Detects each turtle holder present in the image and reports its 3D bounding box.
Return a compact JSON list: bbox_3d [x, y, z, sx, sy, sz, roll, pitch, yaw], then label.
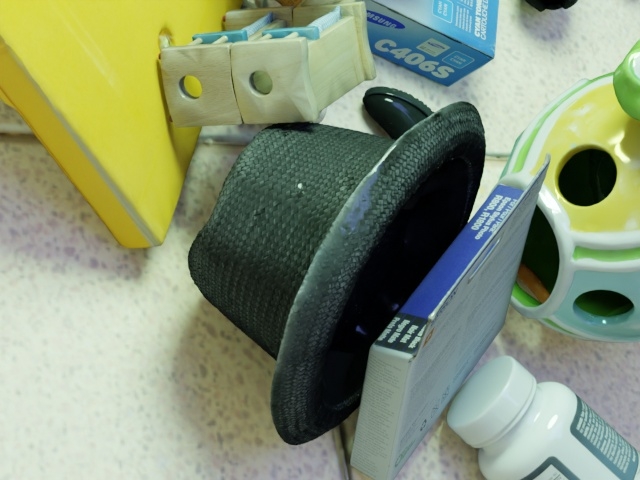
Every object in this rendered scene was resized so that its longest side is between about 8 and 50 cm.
[{"bbox_3d":[0.279,-0.036,1.744,0.227,0.320,0.243,-19,86,-27],"label":"turtle holder"}]

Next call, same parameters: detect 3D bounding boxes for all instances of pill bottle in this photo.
[{"bbox_3d":[0.200,0.185,1.724,0.180,0.108,0.108,43,52,-16],"label":"pill bottle"}]

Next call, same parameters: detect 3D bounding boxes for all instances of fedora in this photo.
[{"bbox_3d":[0.000,0.000,1.577,0.152,0.334,0.334,29,50,14],"label":"fedora"}]

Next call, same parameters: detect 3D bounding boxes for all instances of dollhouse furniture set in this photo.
[{"bbox_3d":[-0.051,-0.197,1.575,0.129,0.129,0.183,-40,125,-58],"label":"dollhouse furniture set"}]

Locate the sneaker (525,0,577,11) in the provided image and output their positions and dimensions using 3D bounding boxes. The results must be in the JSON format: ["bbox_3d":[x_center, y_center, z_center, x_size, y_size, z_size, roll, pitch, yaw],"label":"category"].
[{"bbox_3d":[0.220,-0.300,1.892,0.217,0.079,0.121,65,29,-55],"label":"sneaker"}]

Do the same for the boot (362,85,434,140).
[{"bbox_3d":[0.079,-0.070,1.780,0.121,0.045,0.099,32,59,-24],"label":"boot"}]

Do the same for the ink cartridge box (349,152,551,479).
[{"bbox_3d":[0.105,0.058,1.641,0.045,0.224,0.223,28,49,15],"label":"ink cartridge box"}]

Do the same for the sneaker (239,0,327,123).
[{"bbox_3d":[-0.042,-0.149,1.722,0.134,0.051,0.070,52,8,20],"label":"sneaker"}]

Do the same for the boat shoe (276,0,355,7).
[{"bbox_3d":[0.066,-0.287,1.723,0.302,0.113,0.103,-38,90,-23],"label":"boat shoe"}]

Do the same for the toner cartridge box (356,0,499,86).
[{"bbox_3d":[0.091,-0.333,1.874,0.165,0.075,0.347,21,61,-28],"label":"toner cartridge box"}]

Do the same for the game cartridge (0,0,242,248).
[{"bbox_3d":[-0.170,-0.198,1.535,0.323,0.053,0.285,56,41,-47],"label":"game cartridge"}]
